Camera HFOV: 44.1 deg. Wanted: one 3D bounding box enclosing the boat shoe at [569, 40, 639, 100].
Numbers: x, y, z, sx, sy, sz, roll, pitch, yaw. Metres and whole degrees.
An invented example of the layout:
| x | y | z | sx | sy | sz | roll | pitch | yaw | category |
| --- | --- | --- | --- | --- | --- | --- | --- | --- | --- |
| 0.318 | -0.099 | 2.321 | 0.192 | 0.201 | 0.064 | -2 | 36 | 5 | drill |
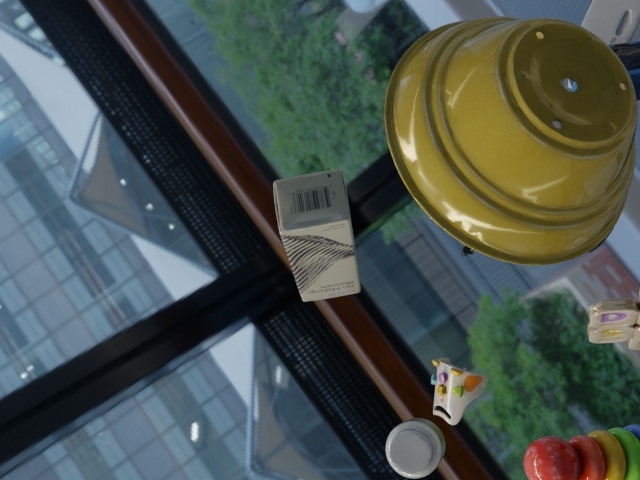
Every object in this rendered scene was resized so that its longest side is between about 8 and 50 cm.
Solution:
| x | y | z | sx | sy | sz | roll | pitch | yaw | category |
| --- | --- | --- | --- | --- | --- | --- | --- | --- | --- |
| 0.455 | -0.246 | 1.038 | 0.109 | 0.259 | 0.088 | 97 | 165 | -59 | boat shoe |

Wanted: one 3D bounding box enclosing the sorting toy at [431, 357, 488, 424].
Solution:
| x | y | z | sx | sy | sz | roll | pitch | yaw | category |
| --- | --- | --- | --- | --- | --- | --- | --- | --- | --- |
| 0.171 | 0.201 | 1.045 | 0.045 | 0.075 | 0.083 | 11 | -178 | -30 | sorting toy |

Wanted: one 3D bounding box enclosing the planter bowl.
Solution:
| x | y | z | sx | sy | sz | roll | pitch | yaw | category |
| --- | --- | --- | --- | --- | --- | --- | --- | --- | --- |
| 0.165 | -0.097 | 0.591 | 0.217 | 0.217 | 0.090 | 54 | 154 | 6 | planter bowl |

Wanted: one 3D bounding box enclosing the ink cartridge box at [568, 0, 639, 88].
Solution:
| x | y | z | sx | sy | sz | roll | pitch | yaw | category |
| --- | --- | --- | --- | --- | --- | --- | --- | --- | --- |
| 0.428 | -0.299 | 1.178 | 0.072 | 0.127 | 0.175 | 25 | -179 | 18 | ink cartridge box |

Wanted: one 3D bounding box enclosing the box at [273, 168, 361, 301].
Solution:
| x | y | z | sx | sy | sz | roll | pitch | yaw | category |
| --- | --- | --- | --- | --- | --- | --- | --- | --- | --- |
| 0.000 | 0.000 | 1.277 | 0.275 | 0.113 | 0.094 | 74 | -174 | -62 | box |

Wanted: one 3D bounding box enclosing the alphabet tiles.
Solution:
| x | y | z | sx | sy | sz | roll | pitch | yaw | category |
| --- | --- | --- | --- | --- | --- | --- | --- | --- | --- |
| 0.487 | 0.096 | 0.999 | 0.278 | 0.284 | 0.021 | 58 | -150 | -61 | alphabet tiles |

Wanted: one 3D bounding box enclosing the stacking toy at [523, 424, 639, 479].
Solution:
| x | y | z | sx | sy | sz | roll | pitch | yaw | category |
| --- | --- | --- | --- | --- | --- | --- | --- | --- | --- |
| 0.488 | 0.365 | 1.311 | 0.141 | 0.331 | 0.141 | -179 | 90 | -75 | stacking toy |

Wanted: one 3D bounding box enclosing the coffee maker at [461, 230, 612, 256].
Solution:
| x | y | z | sx | sy | sz | roll | pitch | yaw | category |
| --- | --- | --- | --- | --- | --- | --- | --- | --- | --- |
| 0.282 | -0.043 | 1.027 | 0.178 | 0.171 | 0.120 | 13 | 179 | 3 | coffee maker |

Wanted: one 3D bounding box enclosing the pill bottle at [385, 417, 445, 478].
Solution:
| x | y | z | sx | sy | sz | roll | pitch | yaw | category |
| --- | --- | --- | --- | --- | --- | --- | --- | --- | --- |
| 0.201 | 0.441 | 1.680 | 0.117 | 0.118 | 0.208 | 53 | -176 | 15 | pill bottle |
